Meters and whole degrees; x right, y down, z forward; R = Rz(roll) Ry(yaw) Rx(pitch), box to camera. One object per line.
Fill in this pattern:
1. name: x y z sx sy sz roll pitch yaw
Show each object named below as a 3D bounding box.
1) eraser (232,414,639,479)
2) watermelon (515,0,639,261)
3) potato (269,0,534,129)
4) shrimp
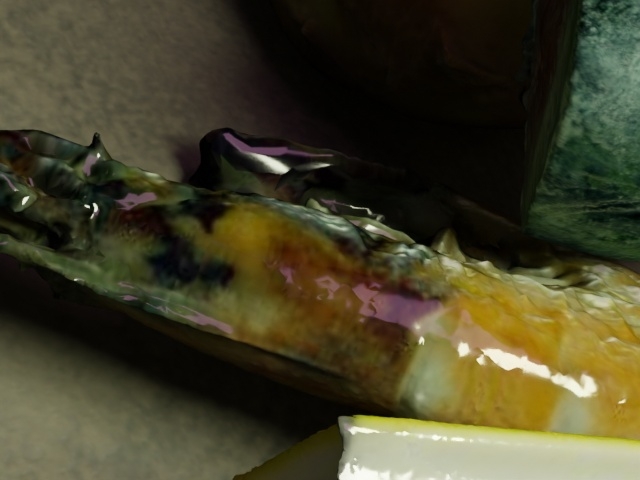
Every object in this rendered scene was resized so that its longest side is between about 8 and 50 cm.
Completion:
1. eraser: 0.076 0.135 0.840 0.226 0.158 0.069 8 65 -25
2. watermelon: 0.202 -0.138 0.905 0.228 0.387 0.258 -5 55 3
3. potato: 0.111 -0.167 1.087 0.289 0.301 0.237 17 56 32
4. shrimp: 0.000 0.000 0.937 0.445 0.085 0.272 14 21 -11
